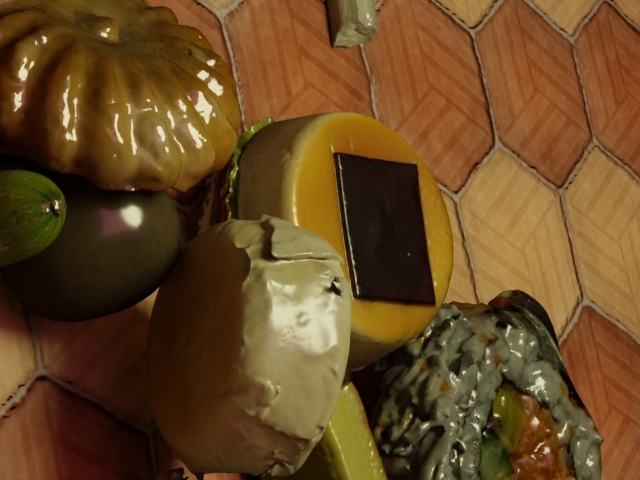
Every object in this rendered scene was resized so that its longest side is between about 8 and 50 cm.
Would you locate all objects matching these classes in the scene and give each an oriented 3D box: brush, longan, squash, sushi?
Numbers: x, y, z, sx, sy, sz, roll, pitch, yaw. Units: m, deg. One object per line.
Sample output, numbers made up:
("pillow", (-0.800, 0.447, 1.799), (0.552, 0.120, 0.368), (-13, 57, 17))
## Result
("brush", (-0.286, -0.078, 1.873), (0.083, 0.008, 0.024), (2, 76, -50))
("longan", (-0.219, -0.008, 1.812), (0.189, 0.189, 0.189), (22, 60, -44))
("squash", (-0.295, -0.019, 1.697), (0.095, 0.188, 0.095), (20, 61, -42))
("sushi", (0.179, 0.257, 2.180), (0.417, 0.176, 0.418), (18, 68, -52))

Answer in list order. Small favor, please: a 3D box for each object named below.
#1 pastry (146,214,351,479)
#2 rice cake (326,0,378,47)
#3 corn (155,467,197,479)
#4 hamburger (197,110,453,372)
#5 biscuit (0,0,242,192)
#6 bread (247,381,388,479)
("pastry", (-0.069, 0.103, 1.820), (0.133, 0.265, 0.265), (15, 64, -26))
("rice cake", (0.027, -0.360, 2.326), (0.052, 0.057, 0.256), (22, 58, -65))
("corn", (-0.134, 0.377, 1.816), (0.097, 0.097, 0.320), (8, 71, -49))
("hamburger", (0.000, 0.000, 2.050), (0.300, 0.176, 0.300), (19, 61, -38))
("biscuit", (-0.220, -0.168, 1.795), (0.325, 0.107, 0.326), (20, 30, -12))
("bread", (0.026, 0.334, 1.988), (0.077, 0.138, 0.361), (-21, 93, -50))
